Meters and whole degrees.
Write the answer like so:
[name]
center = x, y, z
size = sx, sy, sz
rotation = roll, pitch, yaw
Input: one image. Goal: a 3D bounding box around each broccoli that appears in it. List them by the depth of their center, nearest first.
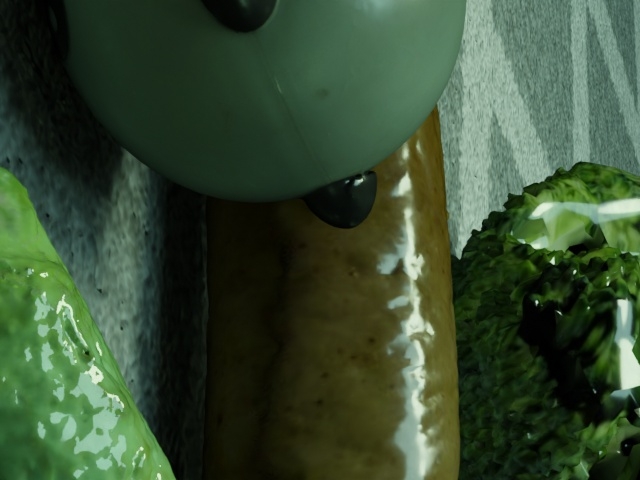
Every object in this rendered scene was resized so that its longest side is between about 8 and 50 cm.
[broccoli]
center = 0.196, 0.119, 1.323
size = 0.338, 0.317, 0.277
rotation = -18, 124, -53

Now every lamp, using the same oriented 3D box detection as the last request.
[lamp]
center = -0.037, -0.130, 0.827
size = 0.198, 0.197, 0.244
rotation = 63, 3, -49

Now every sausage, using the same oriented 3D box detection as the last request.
[sausage]
center = 0.001, -0.001, 0.942
size = 0.136, 0.123, 0.501
rotation = -36, -130, 56

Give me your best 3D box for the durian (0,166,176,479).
[durian]
center = -0.104, 0.100, 0.550
size = 0.101, 0.139, 0.250
rotation = -31, 112, -66
